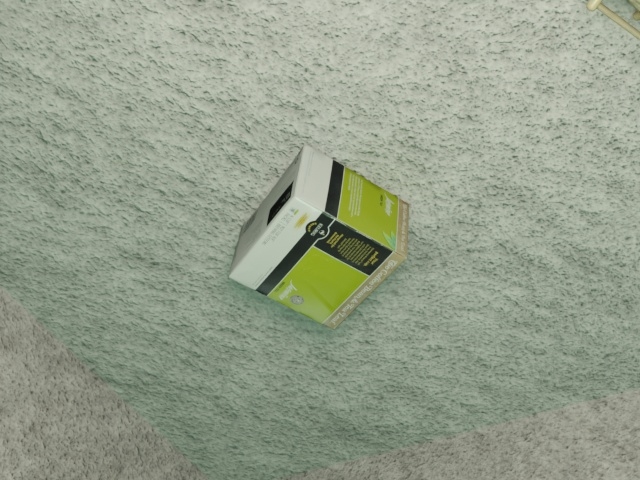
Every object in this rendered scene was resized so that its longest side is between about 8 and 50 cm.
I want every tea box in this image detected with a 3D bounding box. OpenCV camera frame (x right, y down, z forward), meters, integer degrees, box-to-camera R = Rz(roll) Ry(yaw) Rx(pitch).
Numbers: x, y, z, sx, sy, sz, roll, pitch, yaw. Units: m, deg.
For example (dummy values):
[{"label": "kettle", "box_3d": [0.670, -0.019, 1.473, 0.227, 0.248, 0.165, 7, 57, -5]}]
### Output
[{"label": "tea box", "box_3d": [0.000, 0.000, 2.060, 0.323, 0.220, 0.329, 30, 128, -17]}]

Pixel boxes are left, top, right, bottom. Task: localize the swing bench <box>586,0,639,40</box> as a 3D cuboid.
[{"label": "swing bench", "box_3d": [0.646, -0.510, 1.525, 0.253, 0.165, 0.255, 20, 133, -32]}]
